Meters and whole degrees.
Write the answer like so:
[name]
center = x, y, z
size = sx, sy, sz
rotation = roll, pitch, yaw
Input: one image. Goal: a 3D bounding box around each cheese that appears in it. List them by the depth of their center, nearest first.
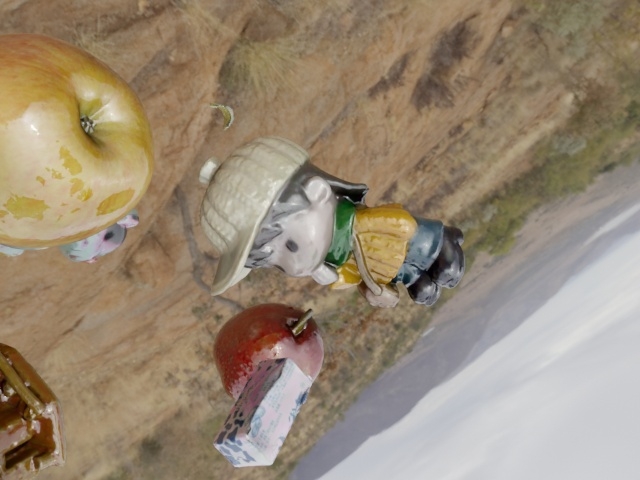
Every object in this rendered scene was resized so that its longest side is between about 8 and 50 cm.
[cheese]
center = -0.256, -0.334, 1.352
size = 0.041, 0.084, 0.060
rotation = -38, -166, -12

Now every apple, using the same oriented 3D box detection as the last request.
[apple]
center = -0.494, -0.174, 0.933
size = 0.346, 0.391, 0.391
rotation = -4, 175, 26

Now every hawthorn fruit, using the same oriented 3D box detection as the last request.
[hawthorn fruit]
center = -0.120, 0.278, 1.373
size = 0.285, 0.284, 0.369
rotation = -16, 154, -46

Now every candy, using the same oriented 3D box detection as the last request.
[candy]
center = -0.086, 0.262, 0.801
size = 0.092, 0.073, 0.160
rotation = -23, -154, 41

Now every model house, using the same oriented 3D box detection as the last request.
[model house]
center = -0.517, 0.271, 0.726
size = 0.220, 0.199, 0.229
rotation = 2, -167, 16

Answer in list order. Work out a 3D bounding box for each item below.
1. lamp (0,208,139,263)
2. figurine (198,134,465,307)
[lamp]
center = -0.640, -0.065, 1.301
size = 0.247, 0.247, 0.301
rotation = -20, 164, 36
[figurine]
center = 0.009, -0.024, 0.676
size = 0.332, 0.204, 0.185
rotation = 3, 149, -15
